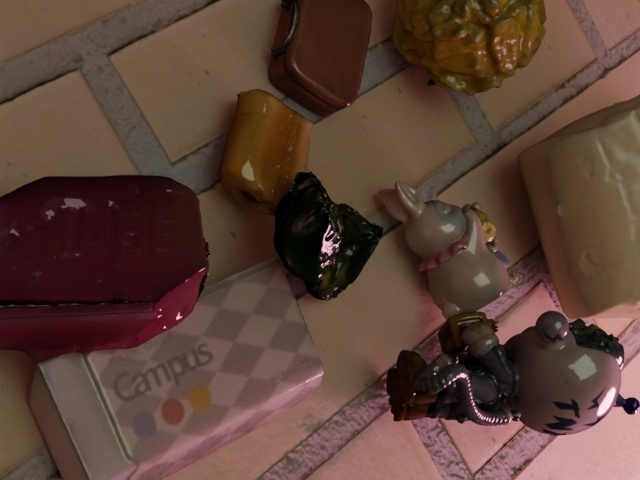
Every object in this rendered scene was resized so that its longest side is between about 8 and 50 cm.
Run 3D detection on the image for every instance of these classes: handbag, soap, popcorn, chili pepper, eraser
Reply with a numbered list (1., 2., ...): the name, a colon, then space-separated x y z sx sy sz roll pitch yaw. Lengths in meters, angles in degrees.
1. handbag: -0.002 -0.303 2.010 0.151 0.072 0.193 27 64 -28
2. soap: -0.286 0.029 1.619 0.325 0.127 0.220 1 55 -27
3. popcorn: 0.241 -0.353 2.114 0.249 0.249 0.225 -34 135 -38
4. chili pepper: -0.007 -0.004 1.847 0.116 0.264 0.148 30 88 16
5. eraser: -0.181 0.188 1.729 0.397 0.082 0.213 -23 90 -39

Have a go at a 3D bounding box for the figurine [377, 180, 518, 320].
1. figurine: 0.202 -0.006 2.048 0.155 0.127 0.235 -30 93 -20

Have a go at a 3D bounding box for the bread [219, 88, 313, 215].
1. bread: -0.084 -0.123 1.887 0.134 0.085 0.173 34 59 -35

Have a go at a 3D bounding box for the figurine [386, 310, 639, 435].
1. figurine: 0.293 0.205 1.992 0.382 0.261 0.186 1 68 -15

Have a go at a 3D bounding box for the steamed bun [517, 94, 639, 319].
1. steamed bun: 0.580 -0.069 2.218 0.456 0.290 0.371 -17 92 -4
